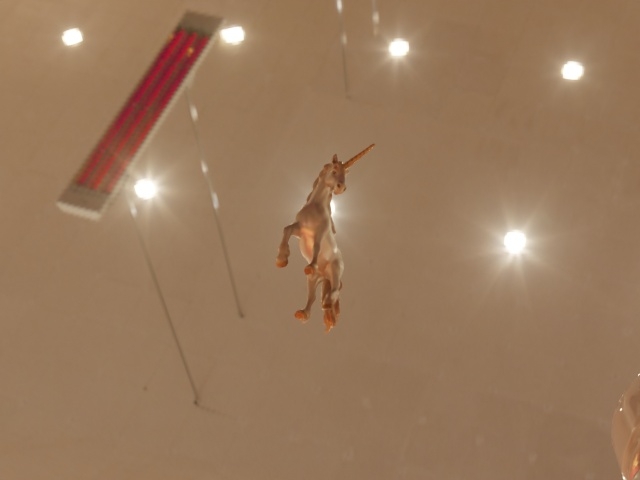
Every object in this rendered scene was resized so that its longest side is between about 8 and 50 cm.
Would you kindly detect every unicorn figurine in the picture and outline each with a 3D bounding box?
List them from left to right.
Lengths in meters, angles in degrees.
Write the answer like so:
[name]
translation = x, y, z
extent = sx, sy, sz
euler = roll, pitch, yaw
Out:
[unicorn figurine]
translation = 0.000, 0.000, 1.015
extent = 0.060, 0.162, 0.111
euler = 14, -133, 7

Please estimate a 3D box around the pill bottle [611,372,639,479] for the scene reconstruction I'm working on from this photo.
[pill bottle]
translation = 0.195, 0.150, 0.438
extent = 0.136, 0.136, 0.245
euler = -6, -148, 1
